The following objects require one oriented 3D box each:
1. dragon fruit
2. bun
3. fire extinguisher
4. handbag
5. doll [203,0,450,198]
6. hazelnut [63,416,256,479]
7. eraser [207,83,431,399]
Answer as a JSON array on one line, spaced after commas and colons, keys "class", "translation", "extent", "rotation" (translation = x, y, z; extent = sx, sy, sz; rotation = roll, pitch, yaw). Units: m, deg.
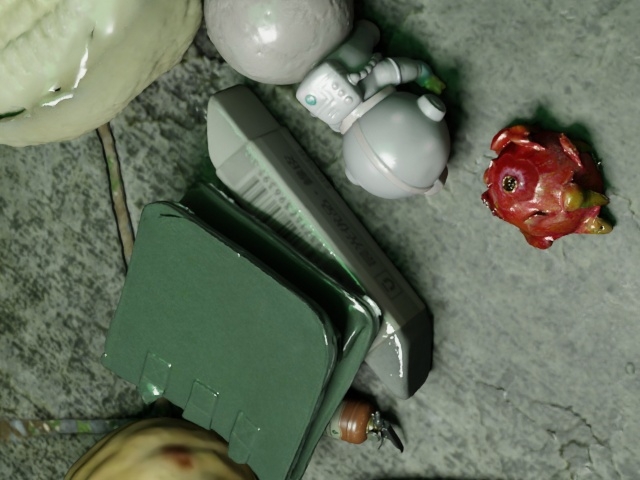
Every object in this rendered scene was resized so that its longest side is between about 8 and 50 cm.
[{"class": "dragon fruit", "translation": [0.201, -0.048, 1.387], "extent": [0.112, 0.068, 0.126], "rotation": [-19, 95, 31]}, {"class": "bun", "translation": [-0.271, -0.264, 1.471], "extent": [0.359, 0.211, 0.360], "rotation": [4, 99, 23]}, {"class": "fire extinguisher", "translation": [0.003, 0.179, 1.555], "extent": [0.177, 0.050, 0.062], "rotation": [15, 138, 22]}, {"class": "handbag", "translation": [-0.087, 0.100, 1.485], "extent": [0.247, 0.079, 0.260], "rotation": [36, 130, 18]}, {"class": "doll", "translation": [0.016, -0.154, 1.405], "extent": [0.151, 0.151, 0.287], "rotation": [-42, 88, 28]}, {"class": "hazelnut", "translation": [-0.172, 0.317, 1.602], "extent": [0.241, 0.261, 0.261], "rotation": [18, 115, -15]}, {"class": "eraser", "translation": [0.000, 0.000, 1.483], "extent": [0.061, 0.089, 0.352], "rotation": [-41, 86, 26]}]
